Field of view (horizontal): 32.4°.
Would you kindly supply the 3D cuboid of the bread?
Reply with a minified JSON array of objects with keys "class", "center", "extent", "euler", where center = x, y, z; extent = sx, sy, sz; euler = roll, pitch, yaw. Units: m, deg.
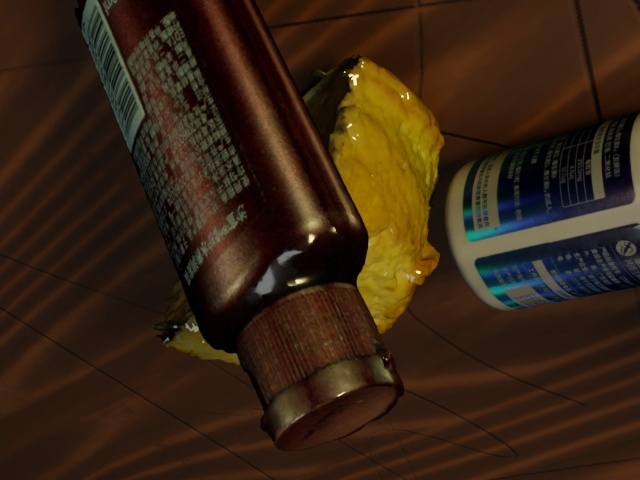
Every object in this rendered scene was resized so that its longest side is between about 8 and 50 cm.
[{"class":"bread","center":[0.003,-0.004,0.768],"extent":[0.147,0.160,0.260],"euler":[28,137,-20]}]

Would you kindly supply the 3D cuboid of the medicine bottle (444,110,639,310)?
[{"class":"medicine bottle","center":[0.183,-0.021,0.696],"extent":[0.191,0.107,0.107],"euler":[-15,131,38]}]

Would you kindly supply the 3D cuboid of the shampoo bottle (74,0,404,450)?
[{"class":"shampoo bottle","center":[-0.050,-0.043,0.620],"extent":[0.084,0.323,0.129],"euler":[-1,144,-42]}]
